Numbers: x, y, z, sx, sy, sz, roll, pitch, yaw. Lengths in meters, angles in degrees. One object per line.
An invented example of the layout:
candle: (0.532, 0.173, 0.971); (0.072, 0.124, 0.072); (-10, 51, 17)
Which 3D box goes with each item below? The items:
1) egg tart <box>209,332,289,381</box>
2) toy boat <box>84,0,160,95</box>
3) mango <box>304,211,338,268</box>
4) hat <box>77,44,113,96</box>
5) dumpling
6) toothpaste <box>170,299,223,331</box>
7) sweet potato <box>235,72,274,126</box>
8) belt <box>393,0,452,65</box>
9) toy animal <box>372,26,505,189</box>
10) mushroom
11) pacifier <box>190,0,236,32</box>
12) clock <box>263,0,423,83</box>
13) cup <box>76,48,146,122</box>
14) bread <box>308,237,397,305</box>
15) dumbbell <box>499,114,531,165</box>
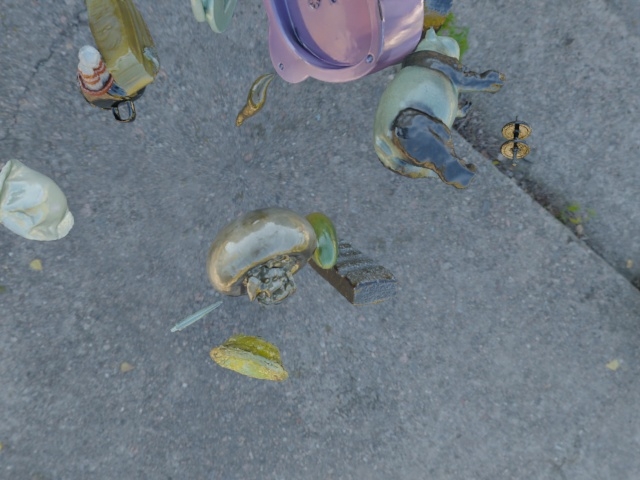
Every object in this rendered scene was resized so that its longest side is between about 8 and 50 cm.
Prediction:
egg tart: (-0.251, 0.426, 1.594); (0.314, 0.315, 0.120); (25, 61, -13)
toy boat: (-0.373, -0.386, 0.838); (0.089, 0.115, 0.310); (-32, 61, 4)
mango: (0.000, 0.000, 1.132); (0.091, 0.195, 0.130); (-8, 131, -8)
hat: (-0.615, -0.467, 1.157); (0.093, 0.162, 0.112); (-10, 87, -14)
dumpling: (-0.792, -0.089, 1.189); (0.131, 0.180, 0.252); (-9, 139, 8)
toothpaste: (-0.416, 0.255, 1.461); (0.197, 0.048, 0.029); (-30, 95, -9)
sweet potato: (-0.220, -0.436, 1.389); (0.059, 0.249, 0.069); (3, 60, -34)
belt: (0.129, -0.420, 0.781); (0.163, 0.289, 0.184); (-2, 101, -16)
toy animal: (0.133, -0.161, 0.508); (0.121, 0.094, 0.225); (28, 67, -8)
mushroom: (-0.108, 0.036, 0.849); (0.226, 0.226, 0.178); (-36, 70, -4)
pacifier: (-0.057, -0.234, 0.350); (0.116, 0.150, 0.127); (16, 56, -4)
clock: (0.005, -0.183, 0.285); (0.050, 0.110, 0.153); (-28, 111, -37)
cup: (-0.646, -0.473, 1.346); (0.176, 0.169, 0.223); (-7, 101, 36)
bread: (0.099, 0.103, 1.560); (0.165, 0.416, 0.113); (-11, 112, -22)
dumbbell: (0.474, -0.244, 1.049); (0.069, 0.069, 0.147); (21, 66, -13)
